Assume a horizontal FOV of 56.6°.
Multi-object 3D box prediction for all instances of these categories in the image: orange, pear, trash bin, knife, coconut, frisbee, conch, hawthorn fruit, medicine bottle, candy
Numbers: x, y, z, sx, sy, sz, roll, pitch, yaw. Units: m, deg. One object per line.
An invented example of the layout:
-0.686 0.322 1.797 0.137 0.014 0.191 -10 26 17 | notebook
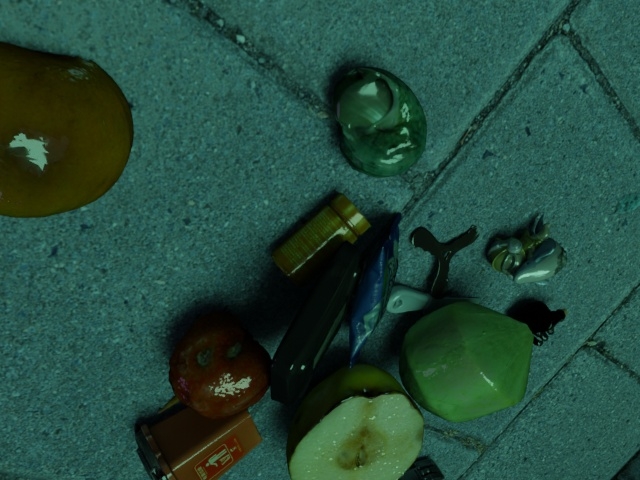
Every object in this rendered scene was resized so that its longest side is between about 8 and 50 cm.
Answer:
-0.436 -0.156 0.872 0.310 0.274 0.274 -11 130 -60 | orange
0.068 0.448 1.450 0.341 0.191 0.386 0 119 -19 | pear
-0.265 0.431 1.289 0.239 0.184 0.161 -32 130 -21 | trash bin
0.281 0.163 1.491 0.331 0.044 0.080 11 118 -37 | knife
0.361 0.285 1.432 0.329 0.281 0.328 -1 135 -1 | coconut
0.310 0.028 1.422 0.187 0.012 0.210 -31 119 -17 | frisbee
0.104 -0.209 1.105 0.196 0.134 0.202 30 113 4 | conch
-0.223 0.266 1.167 0.243 0.207 0.207 -38 130 -10 | hawthorn fruit
0.000 0.000 1.196 0.192 0.096 0.096 -41 129 0 | medicine bottle
0.117 0.104 1.296 0.077 0.187 0.331 15 112 9 | candy

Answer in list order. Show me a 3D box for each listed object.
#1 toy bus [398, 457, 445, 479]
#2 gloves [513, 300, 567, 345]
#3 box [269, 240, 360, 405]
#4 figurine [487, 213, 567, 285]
0.205 0.765 1.781 0.343 0.097 0.138 -10 125 -22 | toy bus
0.617 0.223 1.681 0.129 0.106 0.181 -58 156 15 | gloves
-0.009 0.171 1.172 0.290 0.073 0.289 -58 169 -26 | box
0.516 0.032 1.474 0.208 0.184 0.128 -54 145 -40 | figurine
